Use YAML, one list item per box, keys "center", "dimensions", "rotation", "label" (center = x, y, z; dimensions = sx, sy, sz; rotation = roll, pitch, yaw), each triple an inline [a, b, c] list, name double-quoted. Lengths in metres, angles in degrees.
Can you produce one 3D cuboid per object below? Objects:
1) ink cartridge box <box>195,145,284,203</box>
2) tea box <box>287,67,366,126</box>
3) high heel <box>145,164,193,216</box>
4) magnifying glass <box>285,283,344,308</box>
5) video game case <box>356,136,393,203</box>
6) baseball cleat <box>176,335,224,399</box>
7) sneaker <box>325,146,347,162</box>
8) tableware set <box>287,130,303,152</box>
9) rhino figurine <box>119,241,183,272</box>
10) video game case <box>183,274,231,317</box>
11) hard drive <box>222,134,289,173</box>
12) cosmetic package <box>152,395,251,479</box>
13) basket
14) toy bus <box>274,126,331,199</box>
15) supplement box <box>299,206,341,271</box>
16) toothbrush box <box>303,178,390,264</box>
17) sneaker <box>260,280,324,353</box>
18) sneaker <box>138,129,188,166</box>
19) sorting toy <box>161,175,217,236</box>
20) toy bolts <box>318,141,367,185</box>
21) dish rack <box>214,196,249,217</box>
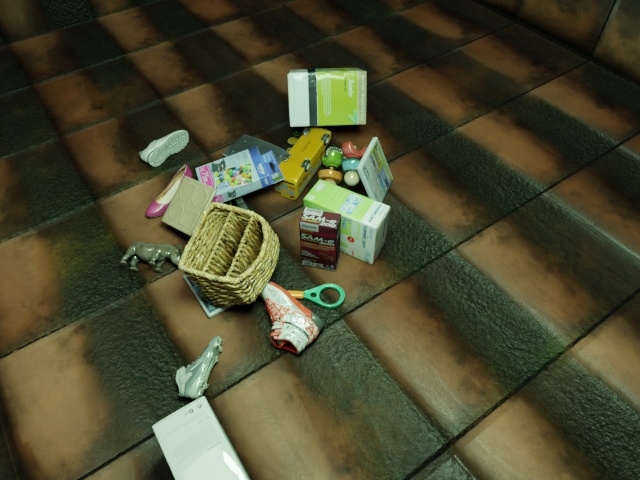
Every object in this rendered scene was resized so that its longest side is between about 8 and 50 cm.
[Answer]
- center: [-0.313, -0.256, 1.922]
  dimensions: [0.310, 0.065, 0.186]
  rotation: [-19, 52, -6]
  label: "ink cartridge box"
- center: [0.025, -0.627, 2.159]
  dimensions: [0.323, 0.220, 0.329]
  rotation: [-2, 22, -2]
  label: "tea box"
- center: [-0.594, -0.194, 1.951]
  dimensions: [0.082, 0.117, 0.244]
  rotation: [35, 59, 26]
  label: "high heel"
- center: [-0.033, 0.186, 1.689]
  dimensions: [0.230, 0.026, 0.092]
  rotation: [1, 50, 3]
  label: "magnifying glass"
- center: [0.215, -0.259, 1.940]
  dimensions: [0.023, 0.212, 0.193]
  rotation: [0, 46, 33]
  label: "video game case"
- center: [-0.372, 0.375, 1.509]
  dimensions: [0.109, 0.072, 0.206]
  rotation: [5, 47, 14]
  label: "baseball cleat"
- center: [0.095, -0.354, 2.108]
  dimensions: [0.162, 0.073, 0.064]
  rotation: [10, 73, -16]
  label: "sneaker"
- center: [-0.101, -0.433, 2.203]
  dimensions: [0.103, 0.024, 0.154]
  rotation: [17, 53, 15]
  label: "tableware set"
- center: [-0.579, 0.054, 1.777]
  dimensions: [0.243, 0.073, 0.106]
  rotation: [3, 53, 1]
  label: "rhino figurine"
- center: [-0.349, 0.151, 1.725]
  dimensions: [0.183, 0.023, 0.201]
  rotation: [-28, 56, -21]
  label: "video game case"
- center: [-0.268, -0.353, 2.119]
  dimensions: [0.254, 0.054, 0.172]
  rotation: [25, 55, 20]
  label: "hard drive"
- center: [-0.259, 0.604, 1.238]
  dimensions: [0.155, 0.197, 0.365]
  rotation: [-26, 53, -19]
  label: "cosmetic package"
- center: [-0.279, 0.034, 1.624]
  dimensions: [0.213, 0.223, 0.299]
  rotation: [-6, 45, 28]
  label: "basket"
- center: [-0.067, -0.327, 2.046]
  dimensions: [0.108, 0.130, 0.333]
  rotation: [19, 53, 17]
  label: "toy bus"
- center: [0.000, 0.000, 1.702]
  dimensions: [0.130, 0.240, 0.073]
  rotation: [10, 51, 10]
  label: "supplement box"
- center: [0.090, -0.066, 1.778]
  dimensions: [0.283, 0.206, 0.122]
  rotation: [23, 54, 18]
  label: "toothbrush box"
- center: [-0.133, 0.245, 1.592]
  dimensions: [0.270, 0.090, 0.145]
  rotation: [34, 57, 17]
  label: "sneaker"
- center: [-0.677, -0.416, 2.163]
  dimensions: [0.094, 0.090, 0.235]
  rotation: [26, 53, 32]
  label: "sneaker"
- center: [-0.480, -0.126, 1.833]
  dimensions: [0.208, 0.038, 0.193]
  rotation: [23, 84, 36]
  label: "sorting toy"
- center: [0.118, -0.268, 1.972]
  dimensions: [0.218, 0.228, 0.159]
  rotation: [10, 77, -20]
  label: "toy bolts"
- center: [-0.422, -0.117, 1.919]
  dimensions: [0.271, 0.074, 0.208]
  rotation: [-23, 52, -15]
  label: "dish rack"
